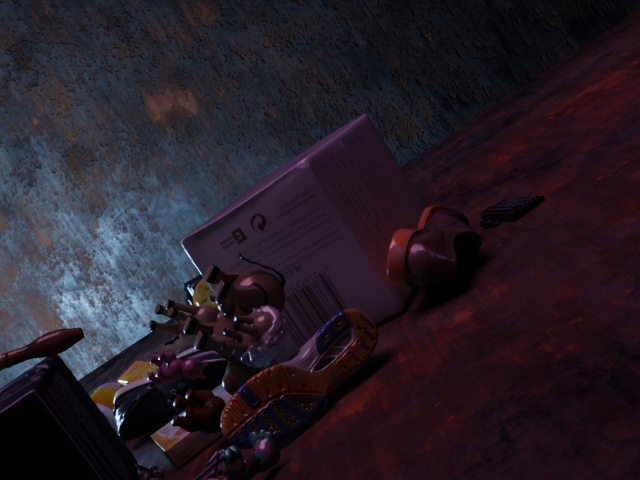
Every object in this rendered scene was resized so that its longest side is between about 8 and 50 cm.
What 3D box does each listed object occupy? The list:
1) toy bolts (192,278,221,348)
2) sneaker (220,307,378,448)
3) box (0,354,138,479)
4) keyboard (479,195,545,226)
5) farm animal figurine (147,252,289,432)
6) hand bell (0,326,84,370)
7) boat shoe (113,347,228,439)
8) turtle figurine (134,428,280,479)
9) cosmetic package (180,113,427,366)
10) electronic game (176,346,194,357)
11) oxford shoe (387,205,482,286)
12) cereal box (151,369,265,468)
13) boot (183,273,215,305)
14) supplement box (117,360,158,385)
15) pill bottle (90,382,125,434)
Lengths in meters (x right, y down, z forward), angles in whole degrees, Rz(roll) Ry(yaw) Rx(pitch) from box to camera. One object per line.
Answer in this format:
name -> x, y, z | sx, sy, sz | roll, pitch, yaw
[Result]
toy bolts -> -0.183, 0.181, 2.109 | 0.158, 0.218, 0.228 | -29, 23, 47
sneaker -> -0.030, 0.232, 1.528 | 0.296, 0.112, 0.131 | -35, -10, -20
box -> -0.562, 0.455, 1.572 | 0.480, 0.297, 0.472 | -35, 5, -10
keyboard -> 0.367, -0.060, 1.925 | 0.108, 0.023, 0.180 | -35, 6, -8
farm animal figurine -> -0.159, 0.173, 1.697 | 0.327, 0.172, 0.330 | -57, 32, 25
hand bell -> -0.505, 0.193, 1.585 | 0.242, 0.126, 0.126 | -21, 7, -2
boat shoe -> -0.299, 0.323, 2.012 | 0.340, 0.127, 0.113 | -23, 40, 20
turtle figurine -> -0.153, 0.326, 1.289 | 0.175, 0.118, 0.234 | -14, 0, 26
cosmetic package -> 0.000, 0.000, 1.936 | 0.329, 0.327, 0.394 | -31, 7, 26
electronic game -> -0.381, 0.337, 2.514 | 0.229, 0.048, 0.229 | -34, 7, 5
oxford shoe -> 0.234, 0.018, 1.760 | 0.132, 0.130, 0.363 | 5, 16, 21
cereal box -> -0.193, 0.318, 1.794 | 0.240, 0.047, 0.173 | -35, 8, -15
boot -> -0.116, 0.027, 2.297 | 0.445, 0.146, 0.367 | -22, -33, -13
supplement box -> -0.394, 0.339, 2.313 | 0.078, 0.080, 0.233 | -48, 23, -28
pill bottle -> -0.507, 0.418, 2.255 | 0.117, 0.117, 0.215 | -33, 7, 9
